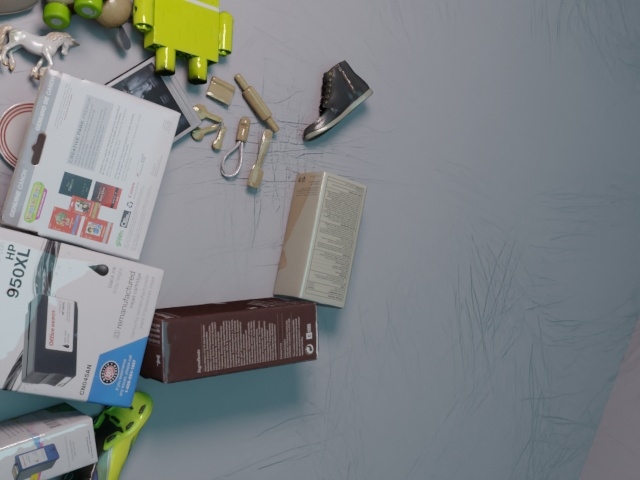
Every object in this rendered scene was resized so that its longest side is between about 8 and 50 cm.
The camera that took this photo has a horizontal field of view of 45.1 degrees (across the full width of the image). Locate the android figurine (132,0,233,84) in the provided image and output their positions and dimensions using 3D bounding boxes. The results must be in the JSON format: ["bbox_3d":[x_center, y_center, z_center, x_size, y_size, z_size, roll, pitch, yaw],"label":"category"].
[{"bbox_3d":[-0.295,-0.483,1.667,0.248,0.056,0.272,9,80,-43],"label":"android figurine"}]

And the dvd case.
[{"bbox_3d":[-0.390,-0.264,1.636,0.239,0.030,0.179,-40,113,-27],"label":"dvd case"}]

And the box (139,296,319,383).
[{"bbox_3d":[-0.212,0.209,1.686,0.382,0.191,0.143,-5,94,-37],"label":"box"}]

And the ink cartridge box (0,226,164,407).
[{"bbox_3d":[-0.535,0.142,1.458,0.395,0.166,0.285,18,80,-35],"label":"ink cartridge box"}]

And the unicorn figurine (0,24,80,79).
[{"bbox_3d":[-0.551,-0.372,1.499,0.162,0.060,0.111,21,79,-35],"label":"unicorn figurine"}]

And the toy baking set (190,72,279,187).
[{"bbox_3d":[-0.193,-0.256,1.788,0.197,0.030,0.256,-47,110,-19],"label":"toy baking set"}]

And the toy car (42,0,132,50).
[{"bbox_3d":[-0.443,-0.473,1.549,0.188,0.149,0.155,39,46,-57],"label":"toy car"}]

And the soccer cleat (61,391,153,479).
[{"bbox_3d":[-0.441,0.448,1.602,0.289,0.094,0.121,-59,152,-25],"label":"soccer cleat"}]

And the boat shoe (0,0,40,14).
[{"bbox_3d":[-0.659,-0.453,1.372,0.335,0.112,0.095,-27,79,-48],"label":"boat shoe"}]

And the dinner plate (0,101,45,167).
[{"bbox_3d":[-0.567,-0.202,1.519,0.141,0.017,0.141,0,90,-37],"label":"dinner plate"}]

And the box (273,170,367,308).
[{"bbox_3d":[0.000,0.000,1.877,0.148,0.121,0.311,18,81,-35],"label":"box"}]

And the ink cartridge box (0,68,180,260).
[{"bbox_3d":[-0.457,-0.146,1.505,0.272,0.130,0.309,18,86,-31],"label":"ink cartridge box"}]

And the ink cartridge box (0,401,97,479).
[{"bbox_3d":[-0.554,0.393,1.457,0.213,0.154,0.093,-10,99,-37],"label":"ink cartridge box"}]

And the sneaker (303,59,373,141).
[{"bbox_3d":[0.016,-0.347,1.921,0.222,0.083,0.118,-42,96,-21],"label":"sneaker"}]
